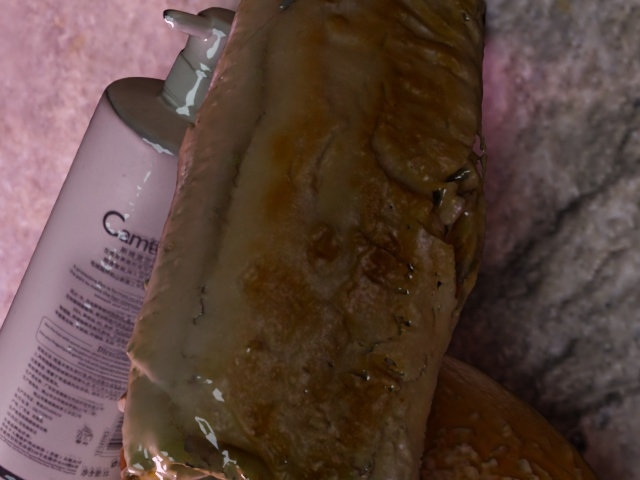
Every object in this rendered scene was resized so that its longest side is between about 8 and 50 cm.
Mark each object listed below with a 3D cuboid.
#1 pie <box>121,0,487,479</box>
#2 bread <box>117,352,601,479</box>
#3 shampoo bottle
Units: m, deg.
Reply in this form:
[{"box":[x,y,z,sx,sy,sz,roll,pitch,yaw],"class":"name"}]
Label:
[{"box":[0.000,0.000,0.794,0.128,0.282,0.068,19,145,-11],"class":"pie"},{"box":[0.045,0.171,0.829,0.192,0.171,0.314,-21,78,11],"class":"bread"},{"box":[-0.090,0.012,0.923,0.085,0.085,0.262,33,113,17],"class":"shampoo bottle"}]
